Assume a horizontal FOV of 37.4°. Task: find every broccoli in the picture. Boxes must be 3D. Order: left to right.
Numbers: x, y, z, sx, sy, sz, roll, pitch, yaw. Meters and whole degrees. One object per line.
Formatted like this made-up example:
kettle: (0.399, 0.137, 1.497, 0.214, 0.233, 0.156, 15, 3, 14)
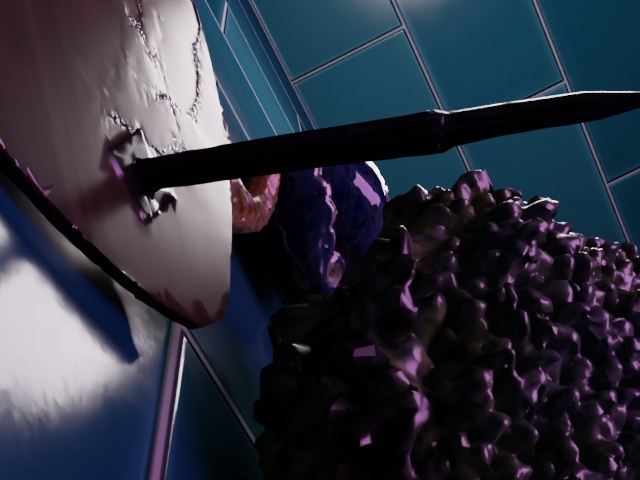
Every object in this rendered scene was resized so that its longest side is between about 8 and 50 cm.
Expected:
broccoli: (0.103, 0.126, 0.580, 0.348, 0.281, 0.293, -10, 59, -42)

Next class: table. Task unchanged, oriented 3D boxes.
table: (-0.023, -0.158, 0.430, 0.317, 0.249, 0.317, 55, 23, -38)

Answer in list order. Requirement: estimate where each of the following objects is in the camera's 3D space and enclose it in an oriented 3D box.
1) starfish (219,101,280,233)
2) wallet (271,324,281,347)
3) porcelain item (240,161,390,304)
starfish: (-0.149, -0.219, 0.706, 0.432, 0.082, 0.324, 65, 9, 32)
wallet: (0.027, 0.162, 0.826, 0.255, 0.031, 0.137, 58, 8, -51)
porcelain item: (0.000, 0.000, 0.898, 0.288, 0.138, 0.186, 44, 38, -86)
